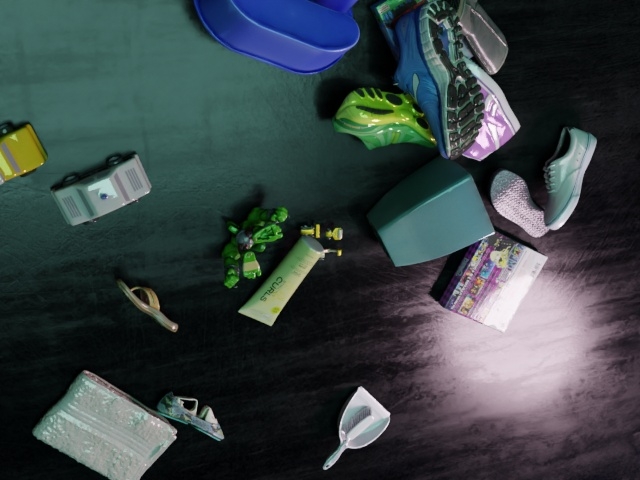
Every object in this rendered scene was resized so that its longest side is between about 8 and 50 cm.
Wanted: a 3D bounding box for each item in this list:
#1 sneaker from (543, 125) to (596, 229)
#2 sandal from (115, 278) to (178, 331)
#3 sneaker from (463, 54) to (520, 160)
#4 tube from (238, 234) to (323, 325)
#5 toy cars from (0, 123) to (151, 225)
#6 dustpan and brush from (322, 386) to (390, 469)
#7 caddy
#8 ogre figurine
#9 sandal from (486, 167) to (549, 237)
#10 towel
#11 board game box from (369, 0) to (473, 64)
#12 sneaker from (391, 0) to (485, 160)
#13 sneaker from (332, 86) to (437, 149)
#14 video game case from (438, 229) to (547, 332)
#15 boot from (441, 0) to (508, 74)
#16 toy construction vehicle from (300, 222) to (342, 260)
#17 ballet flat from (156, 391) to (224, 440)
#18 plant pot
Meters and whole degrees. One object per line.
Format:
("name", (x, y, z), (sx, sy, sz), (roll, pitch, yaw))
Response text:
("sneaker", (0.583, -0.155, 1.837), (0.091, 0.094, 0.258), (23, 81, -12))
("sandal", (-0.368, 0.132, 1.617), (0.180, 0.072, 0.049), (44, 75, -29))
("sneaker", (0.329, -0.281, 1.679), (0.161, 0.102, 0.282), (-43, 129, 5))
("tube", (-0.083, 0.095, 1.705), (0.070, 0.062, 0.240), (43, 111, 12))
("toy cars", (-0.522, -0.117, 1.452), (0.394, 0.087, 0.176), (14, 104, -24))
("dustpan and brush", (0.076, 0.493, 1.918), (0.211, 0.060, 0.147), (-44, 118, 0))
("caddy", (-0.072, -0.463, 1.442), (0.341, 0.179, 0.241), (16, 80, -24))
("ogre figurine", (-0.151, -0.002, 1.615), (0.097, 0.118, 0.197), (12, 106, -28))
("sandal", (0.480, -0.090, 1.858), (0.097, 0.054, 0.254), (-43, 128, 8))
("towel", (-0.479, 0.431, 1.698), (0.282, 0.049, 0.187), (40, 92, -28))
("board game box", (0.221, -0.450, 1.627), (0.160, 0.039, 0.211), (-34, 118, -6))
("sneaker", (0.239, -0.328, 1.579), (0.130, 0.147, 0.330), (-29, 112, -33))
("sneaker", (0.149, -0.260, 1.647), (0.295, 0.123, 0.109), (9, 66, -36))
("video game case", (0.439, 0.100, 1.913), (0.210, 0.042, 0.232), (22, 101, -26))
("boot", (0.344, -0.487, 1.624), (0.208, 0.076, 0.189), (23, 82, -39))
("toy construction vehicle", (0.000, 0.000, 1.721), (0.098, 0.035, 0.086), (-5, 111, -10))
("ballet flat", (-0.290, 0.405, 1.752), (0.188, 0.070, 0.070), (34, 96, -31))
("plant pot", (0.238, -0.053, 1.718), (0.234, 0.166, 0.165), (-29, 117, 0))
